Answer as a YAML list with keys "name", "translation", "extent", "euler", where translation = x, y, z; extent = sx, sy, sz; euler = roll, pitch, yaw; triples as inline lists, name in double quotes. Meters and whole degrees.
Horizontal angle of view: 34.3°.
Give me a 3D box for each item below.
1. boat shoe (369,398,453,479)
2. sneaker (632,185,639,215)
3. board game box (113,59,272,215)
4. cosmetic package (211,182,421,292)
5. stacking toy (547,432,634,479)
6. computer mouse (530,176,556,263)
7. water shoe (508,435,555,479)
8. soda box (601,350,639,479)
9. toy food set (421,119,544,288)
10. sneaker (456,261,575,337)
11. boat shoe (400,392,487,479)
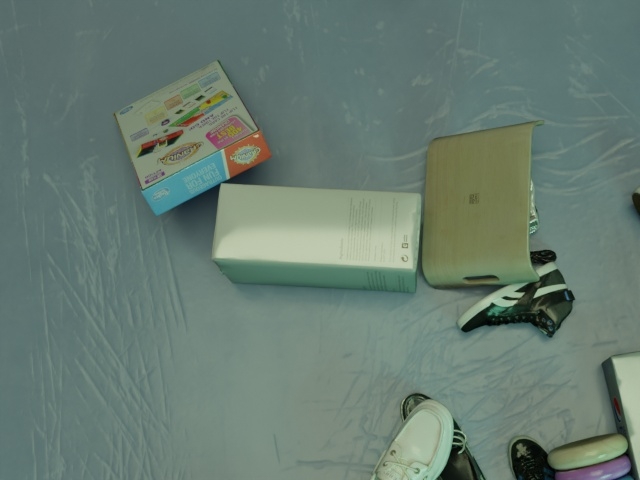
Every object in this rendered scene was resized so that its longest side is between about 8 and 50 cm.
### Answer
- name: "boat shoe"
  translation: [0.142, 0.404, 1.784]
  extent: [0.098, 0.096, 0.277]
  euler: [30, 107, 24]
- name: "sneaker"
  translation: [0.710, -0.026, 1.906]
  extent: [0.290, 0.106, 0.123]
  euler: [39, 78, 3]
- name: "board game box"
  translation: [-0.251, -0.203, 1.970]
  extent: [0.242, 0.064, 0.316]
  euler: [-27, 39, -2]
- name: "cosmetic package"
  translation: [0.000, 0.000, 1.913]
  extent: [0.365, 0.197, 0.155]
  euler: [4, 76, 5]
- name: "stacking toy"
  translation: [0.502, 0.506, 1.774]
  extent: [0.141, 0.141, 0.330]
  euler: [-16, 81, 1]
- name: "computer mouse"
  translation: [0.383, -0.046, 1.969]
  extent: [0.106, 0.042, 0.193]
  euler: [-8, 80, 8]
- name: "water shoe"
  translation: [0.391, 0.437, 1.816]
  extent: [0.073, 0.080, 0.203]
  euler: [-20, 74, -1]
- name: "soda box"
  translation: [0.580, 0.339, 1.819]
  extent: [0.098, 0.091, 0.286]
  euler: [-9, 75, 3]
- name: "toy food set"
  translation: [0.310, -0.067, 1.930]
  extent: [0.219, 0.092, 0.306]
  euler: [-6, 74, 37]
- name: "sneaker"
  translation: [0.368, 0.139, 1.899]
  extent: [0.217, 0.079, 0.121]
  euler: [-30, 74, -3]
- name: "boat shoe"
  translation: [0.224, 0.382, 1.848]
  extent: [0.095, 0.079, 0.254]
  euler: [-28, 73, 1]
